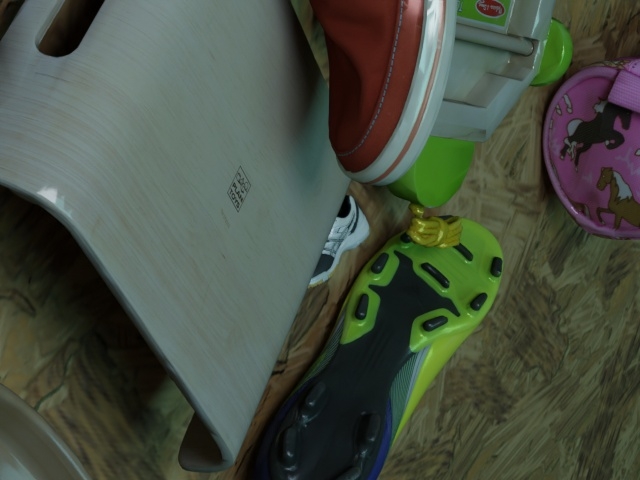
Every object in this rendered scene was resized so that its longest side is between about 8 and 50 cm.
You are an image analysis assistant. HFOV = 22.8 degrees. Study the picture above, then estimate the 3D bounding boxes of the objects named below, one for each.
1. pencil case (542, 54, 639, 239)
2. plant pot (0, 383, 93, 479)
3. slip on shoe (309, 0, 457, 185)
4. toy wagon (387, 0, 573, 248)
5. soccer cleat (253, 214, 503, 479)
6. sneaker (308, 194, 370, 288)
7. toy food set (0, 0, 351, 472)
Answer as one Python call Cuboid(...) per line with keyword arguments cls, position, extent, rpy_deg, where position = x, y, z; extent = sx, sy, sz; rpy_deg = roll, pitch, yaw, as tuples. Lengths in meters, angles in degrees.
Cuboid(cls="pencil case", position=(0.351, -0.132, 1.422), extent=(0.386, 0.160, 0.167), rpy_deg=(-32, 106, -44))
Cuboid(cls="plant pot", position=(-0.176, 0.192, 0.791), extent=(0.109, 0.237, 0.237), rpy_deg=(-30, 145, 9))
Cuboid(cls="slip on shoe", position=(0.009, -0.195, 0.873), extent=(0.101, 0.123, 0.331), rpy_deg=(-6, 98, -21))
Cuboid(cls="toy wagon", position=(0.096, -0.166, 1.106), extent=(0.267, 0.068, 0.344), rpy_deg=(1, 105, -56))
Cuboid(cls="soccer cleat", position=(0.039, 0.094, 1.158), extent=(0.289, 0.093, 0.121), rpy_deg=(-53, 174, -33))
Cuboid(cls="sneaker", position=(0.000, 0.000, 1.086), extent=(0.083, 0.032, 0.037), rpy_deg=(-49, 128, -39))
Cuboid(cls="toy food set", position=(-0.084, -0.035, 0.901), extent=(0.220, 0.092, 0.306), rpy_deg=(-67, 151, -29))
